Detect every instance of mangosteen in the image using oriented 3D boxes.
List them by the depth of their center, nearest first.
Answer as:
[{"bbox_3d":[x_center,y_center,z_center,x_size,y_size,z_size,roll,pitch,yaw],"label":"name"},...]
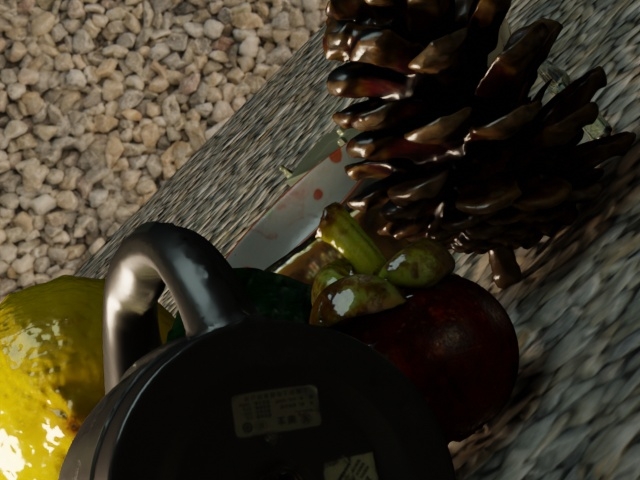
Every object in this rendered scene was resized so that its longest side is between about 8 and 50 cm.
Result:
[{"bbox_3d":[0.066,0.060,1.395,0.146,0.181,0.156,-3,2,5],"label":"mangosteen"}]

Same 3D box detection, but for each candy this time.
[{"bbox_3d":[0.041,0.017,1.867,0.271,0.101,0.143,-40,5,-7],"label":"candy"}]

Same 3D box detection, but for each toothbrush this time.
[{"bbox_3d":[0.240,-0.128,1.849,0.026,0.028,0.294,-44,16,9],"label":"toothbrush"}]

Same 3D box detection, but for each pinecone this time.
[{"bbox_3d":[0.117,-0.115,1.609,0.244,0.309,0.244,-21,9,3],"label":"pinecone"}]

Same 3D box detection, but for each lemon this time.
[{"bbox_3d":[-0.236,0.159,1.957,0.260,0.260,0.284,-50,0,-23],"label":"lemon"}]

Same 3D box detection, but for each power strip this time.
[{"bbox_3d":[0.041,-0.133,2.494,0.145,0.061,0.216,-50,13,-21],"label":"power strip"}]

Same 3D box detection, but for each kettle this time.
[{"bbox_3d":[-0.085,0.145,1.339,0.228,0.321,0.324,-15,-6,-22],"label":"kettle"}]

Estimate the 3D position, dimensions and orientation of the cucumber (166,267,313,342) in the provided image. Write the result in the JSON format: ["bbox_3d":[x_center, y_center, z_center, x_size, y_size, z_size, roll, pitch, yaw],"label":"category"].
[{"bbox_3d":[-0.048,0.134,1.588,0.191,0.191,0.130,-38,11,31],"label":"cucumber"}]

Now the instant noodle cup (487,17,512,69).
[{"bbox_3d":[0.140,-0.214,2.254,0.122,0.151,0.151,-14,31,49],"label":"instant noodle cup"}]

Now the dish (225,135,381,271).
[{"bbox_3d":[0.000,0.000,2.102,0.260,0.085,0.260,-41,13,12],"label":"dish"}]
